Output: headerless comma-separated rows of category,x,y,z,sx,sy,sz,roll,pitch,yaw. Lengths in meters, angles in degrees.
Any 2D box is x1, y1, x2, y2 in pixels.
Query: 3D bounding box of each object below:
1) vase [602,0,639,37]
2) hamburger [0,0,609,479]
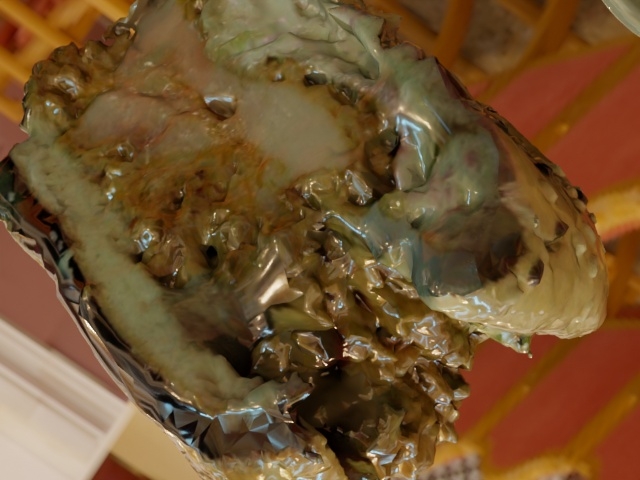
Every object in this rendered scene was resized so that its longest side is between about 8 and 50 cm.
vase,0.211,-0.189,0.792,0.165,0.165,0.360,32,-150,4
hamburger,0.000,0.000,0.658,0.192,0.167,0.288,41,-175,-44
